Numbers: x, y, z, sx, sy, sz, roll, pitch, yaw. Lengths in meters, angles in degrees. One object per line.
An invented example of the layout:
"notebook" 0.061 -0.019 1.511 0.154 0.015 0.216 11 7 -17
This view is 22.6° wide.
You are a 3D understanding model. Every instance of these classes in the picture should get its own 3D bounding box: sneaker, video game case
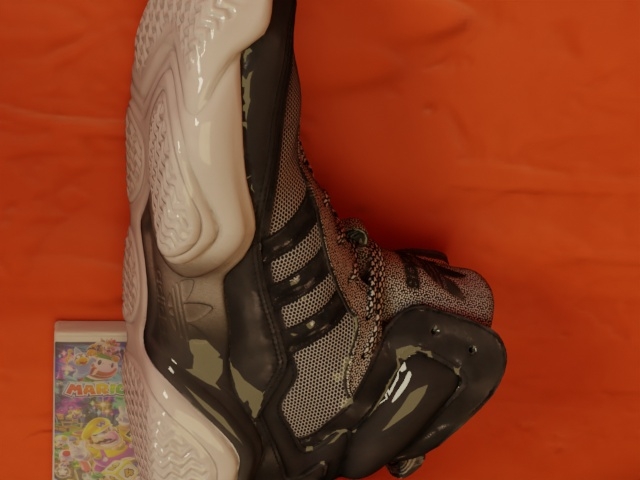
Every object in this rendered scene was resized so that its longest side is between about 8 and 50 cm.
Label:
"sneaker" 0.000 0.000 0.663 0.153 0.101 0.269 -4 123 -16
"video game case" -0.083 0.089 0.761 0.087 0.011 0.122 1 125 -9
